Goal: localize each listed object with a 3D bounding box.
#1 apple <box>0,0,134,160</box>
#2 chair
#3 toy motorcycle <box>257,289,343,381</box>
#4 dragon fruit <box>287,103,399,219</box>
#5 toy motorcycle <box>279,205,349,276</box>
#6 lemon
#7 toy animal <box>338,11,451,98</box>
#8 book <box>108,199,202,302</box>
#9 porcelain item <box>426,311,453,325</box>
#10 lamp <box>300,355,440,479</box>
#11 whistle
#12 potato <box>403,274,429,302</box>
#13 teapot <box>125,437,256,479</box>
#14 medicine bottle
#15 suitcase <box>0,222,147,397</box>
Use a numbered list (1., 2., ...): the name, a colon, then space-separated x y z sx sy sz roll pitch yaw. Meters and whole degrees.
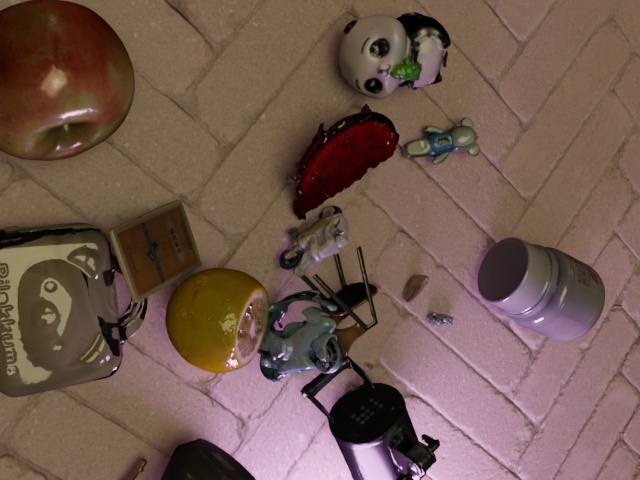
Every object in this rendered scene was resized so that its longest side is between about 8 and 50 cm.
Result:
1. apple: -0.534 -0.322 1.382 0.319 0.319 0.277 -21 80 -23
2. chair: 0.058 0.152 1.787 0.172 0.158 0.247 -34 107 -16
3. toy motorcycle: -0.056 0.230 1.681 0.154 0.260 0.206 17 62 -48
4. dragon fruit: 0.050 -0.232 1.749 0.343 0.282 0.100 -33 66 -19
5. toy motorcycle: 0.000 0.000 1.751 0.229 0.151 0.074 -47 132 -23
6. lemon: -0.248 0.176 1.602 0.219 0.240 0.240 12 90 19
7. toy animal: 0.184 -0.468 1.767 0.266 0.212 0.213 -19 102 -27
8. book: -0.364 0.020 1.571 0.241 0.018 0.170 -36 114 -58
9. porcelain item: 0.342 0.227 2.002 0.083 0.028 0.036 11 73 -25
10. lamp: 0.142 0.519 1.826 0.205 0.374 0.272 -35 140 -26
11. whistle: 0.335 -0.268 1.935 0.235 0.077 0.114 -15 92 -18
12. potato: 0.264 0.130 1.957 0.093 0.036 0.037 -49 151 5
13. teapot: -0.333 0.643 1.610 0.300 0.253 0.344 37 82 11
14. medicine bottle: 0.633 0.137 2.014 0.306 0.245 0.245 23 84 -25
15. suitcase: -0.540 0.135 1.478 0.339 0.194 0.352 -8 98 -27
